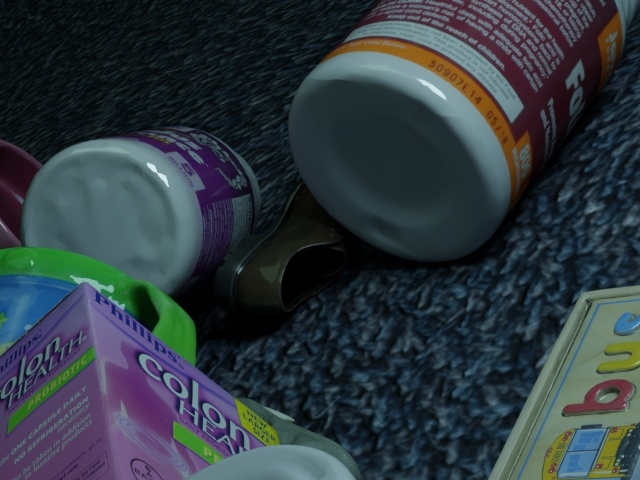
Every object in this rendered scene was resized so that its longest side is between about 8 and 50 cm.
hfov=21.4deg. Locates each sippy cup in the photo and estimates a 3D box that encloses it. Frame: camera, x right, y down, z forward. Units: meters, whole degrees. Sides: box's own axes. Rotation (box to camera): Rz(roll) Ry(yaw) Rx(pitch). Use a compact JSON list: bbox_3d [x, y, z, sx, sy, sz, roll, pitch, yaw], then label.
[{"bbox_3d":[-0.244,0.162,1.417,0.240,0.305,0.224,16,44,-4],"label":"sippy cup"}]

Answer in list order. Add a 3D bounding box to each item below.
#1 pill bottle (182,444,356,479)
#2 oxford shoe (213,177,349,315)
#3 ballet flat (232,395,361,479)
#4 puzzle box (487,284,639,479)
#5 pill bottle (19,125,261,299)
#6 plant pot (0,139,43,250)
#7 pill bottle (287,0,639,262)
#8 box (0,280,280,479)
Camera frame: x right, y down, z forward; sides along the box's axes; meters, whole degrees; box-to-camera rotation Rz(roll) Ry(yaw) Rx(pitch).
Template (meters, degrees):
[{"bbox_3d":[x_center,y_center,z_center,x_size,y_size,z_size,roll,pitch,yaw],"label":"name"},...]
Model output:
[{"bbox_3d":[0.006,0.256,0.905,0.152,0.272,0.152,-22,26,11],"label":"pill bottle"},{"bbox_3d":[0.000,0.000,1.647,0.096,0.083,0.227,12,48,34],"label":"oxford shoe"},{"bbox_3d":[-0.036,0.172,1.372,0.068,0.072,0.213,-8,16,-28],"label":"ballet flat"},{"bbox_3d":[0.238,0.159,1.121,0.272,0.052,0.409,-10,30,34],"label":"puzzle box"},{"bbox_3d":[-0.158,-0.026,1.647,0.169,0.169,0.301,-20,2,15],"label":"pill bottle"},{"bbox_3d":[-0.371,0.017,1.853,0.180,0.201,0.201,-37,22,17],"label":"plant pot"},{"bbox_3d":[0.159,-0.178,1.639,0.224,0.224,0.392,-3,35,42],"label":"pill bottle"},{"bbox_3d":[-0.117,0.184,1.174,0.117,0.213,0.243,-42,31,11],"label":"box"}]
